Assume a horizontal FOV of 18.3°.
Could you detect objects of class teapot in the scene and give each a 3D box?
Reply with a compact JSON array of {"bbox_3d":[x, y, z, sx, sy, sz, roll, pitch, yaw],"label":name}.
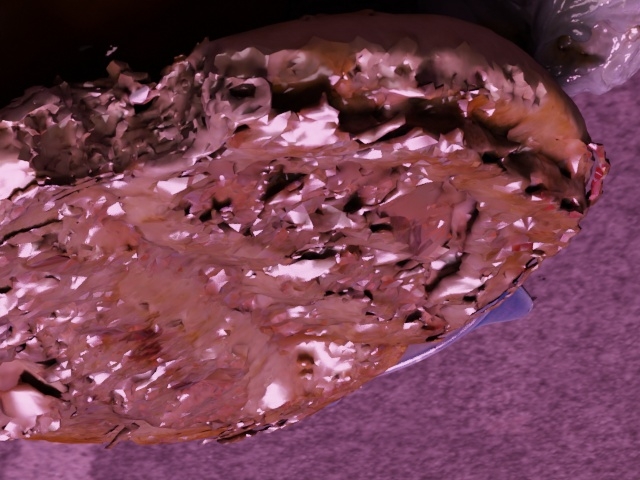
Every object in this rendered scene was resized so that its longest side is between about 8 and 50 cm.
[{"bbox_3d":[-0.110,-0.104,0.948,0.178,0.135,0.252,-25,170,-24],"label":"teapot"}]

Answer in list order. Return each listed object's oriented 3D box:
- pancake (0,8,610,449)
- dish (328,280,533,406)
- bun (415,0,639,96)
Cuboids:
[{"bbox_3d":[-0.049,0.007,0.942,0.382,0.071,0.382,-14,156,-6],"label":"pancake"},{"bbox_3d":[0.000,0.000,1.119,0.236,0.086,0.228,-11,144,6],"label":"dish"},{"bbox_3d":[0.117,-0.119,0.980,0.140,0.083,0.141,-3,146,-2],"label":"bun"}]
